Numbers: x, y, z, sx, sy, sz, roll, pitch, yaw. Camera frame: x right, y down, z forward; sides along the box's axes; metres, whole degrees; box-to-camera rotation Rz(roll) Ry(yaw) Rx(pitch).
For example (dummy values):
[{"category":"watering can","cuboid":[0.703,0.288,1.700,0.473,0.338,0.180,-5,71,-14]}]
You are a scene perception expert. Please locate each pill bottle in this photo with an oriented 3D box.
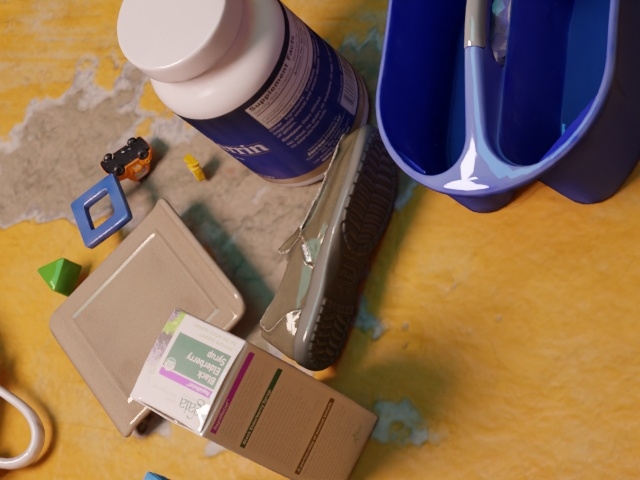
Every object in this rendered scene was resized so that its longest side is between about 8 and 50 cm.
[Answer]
[{"category":"pill bottle","cuboid":[-0.076,-0.169,1.850,0.153,0.264,0.153,-14,61,27]}]

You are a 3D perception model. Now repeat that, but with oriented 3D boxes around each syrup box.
[{"category":"syrup box","cuboid":[-0.057,0.152,1.707,0.093,0.237,0.096,22,81,38]}]

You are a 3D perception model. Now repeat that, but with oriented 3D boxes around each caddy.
[{"category":"caddy","cuboid":[0.182,-0.186,1.752,0.241,0.179,0.341,-6,66,31]}]

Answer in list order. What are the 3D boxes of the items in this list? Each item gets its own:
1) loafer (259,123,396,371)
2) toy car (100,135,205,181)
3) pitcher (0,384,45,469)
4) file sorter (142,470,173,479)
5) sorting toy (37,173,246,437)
[{"category":"loafer","cuboid":[0.000,0.000,1.832,0.087,0.094,0.251,12,75,31]},{"category":"toy car","cuboid":[-0.180,-0.071,2.011,0.122,0.040,0.060,22,60,39]},{"category":"pitcher","cuboid":[-0.393,0.170,1.995,0.177,0.125,0.207,-22,68,5]},{"category":"file sorter","cuboid":[-0.100,0.311,1.739,0.170,0.118,0.104,32,90,38]},{"category":"sorting toy","cuboid":[-0.174,0.083,1.935,0.196,0.047,0.348,-48,53,10]}]
